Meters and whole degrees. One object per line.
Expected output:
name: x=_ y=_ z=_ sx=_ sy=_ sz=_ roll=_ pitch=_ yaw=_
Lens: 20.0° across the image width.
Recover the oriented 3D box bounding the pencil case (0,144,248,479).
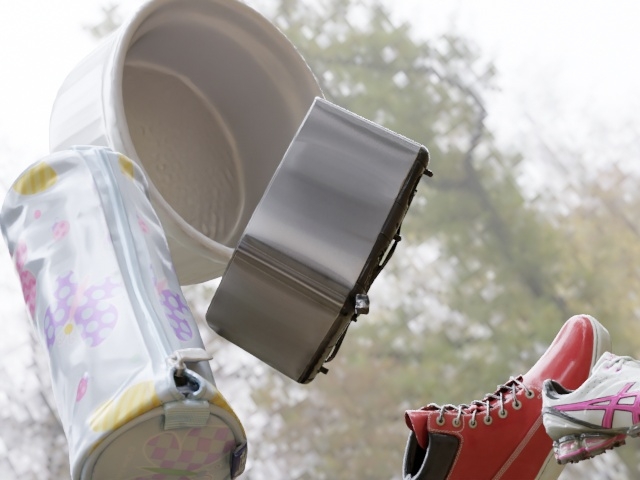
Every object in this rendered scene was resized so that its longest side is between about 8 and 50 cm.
pencil case: x=-0.138 y=0.057 z=1.217 sx=0.113 sy=0.273 sz=0.124 roll=-10 pitch=-46 yaw=-16

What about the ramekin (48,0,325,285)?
ramekin: x=-0.125 y=-0.090 z=1.734 sx=0.277 sy=0.277 sz=0.135 roll=-4 pitch=-15 yaw=-46

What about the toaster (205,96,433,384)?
toaster: x=0.000 y=0.000 z=1.411 sx=0.168 sy=0.110 sz=0.186 roll=-64 pitch=1 yaw=-28

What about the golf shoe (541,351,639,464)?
golf shoe: x=0.274 y=0.134 z=1.590 sx=0.186 sy=0.086 sz=0.067 roll=-24 pitch=-11 yaw=31

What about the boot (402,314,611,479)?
boot: x=0.189 y=0.169 z=1.901 sx=0.176 sy=0.088 sz=0.244 roll=26 pitch=-88 yaw=-21
